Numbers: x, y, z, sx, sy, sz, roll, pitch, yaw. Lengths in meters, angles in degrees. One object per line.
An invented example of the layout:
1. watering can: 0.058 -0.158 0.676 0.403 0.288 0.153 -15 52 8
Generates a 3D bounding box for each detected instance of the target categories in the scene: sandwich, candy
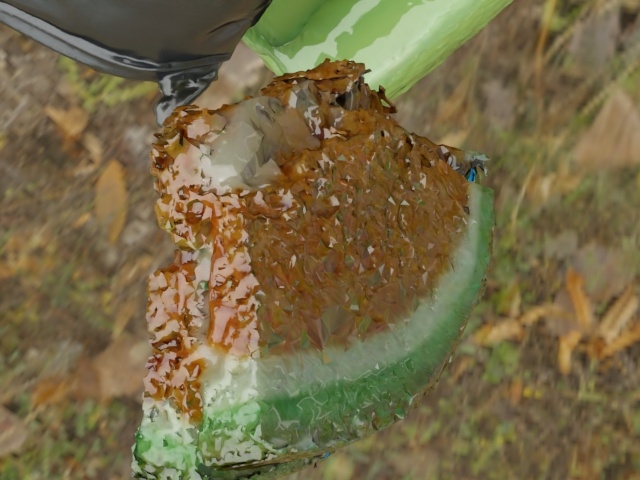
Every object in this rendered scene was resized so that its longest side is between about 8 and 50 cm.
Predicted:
1. sandwich: 0.010 0.006 0.814 0.079 0.235 0.159 -3 104 40
2. candy: 0.098 -0.207 1.054 0.343 0.142 0.132 -40 81 12

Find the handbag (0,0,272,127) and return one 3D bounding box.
1. handbag: -0.115 -0.210 0.850 0.302 0.178 0.275 -39 71 60
